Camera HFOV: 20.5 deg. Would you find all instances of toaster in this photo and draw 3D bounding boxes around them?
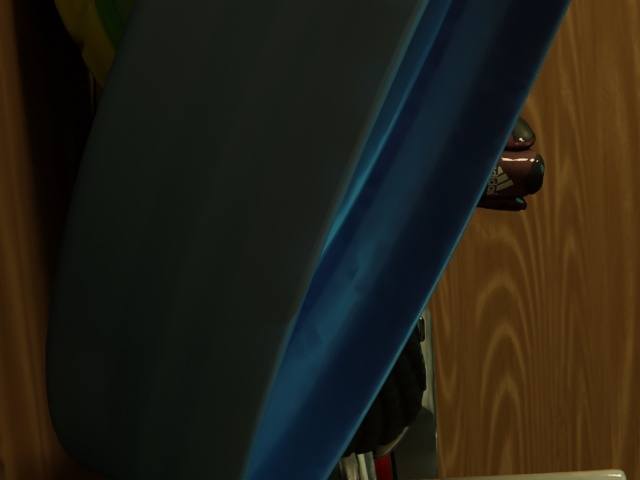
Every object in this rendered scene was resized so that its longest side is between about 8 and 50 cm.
[{"bbox_3d":[0.072,0.181,1.941,0.168,0.110,0.185,-86,173,-50],"label":"toaster"}]

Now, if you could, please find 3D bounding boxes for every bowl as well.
[{"bbox_3d":[0.027,-0.076,0.611,0.391,0.077,0.391,-62,171,-17],"label":"bowl"}]

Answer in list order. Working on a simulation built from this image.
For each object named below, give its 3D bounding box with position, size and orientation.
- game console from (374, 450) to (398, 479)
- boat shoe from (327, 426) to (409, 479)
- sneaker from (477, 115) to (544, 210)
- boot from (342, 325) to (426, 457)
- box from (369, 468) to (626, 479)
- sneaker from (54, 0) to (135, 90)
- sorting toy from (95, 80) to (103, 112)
[{"bbox_3d":[0.042,0.389,1.469,0.342,0.060,0.386,-84,178,-62],"label":"game console"},{"bbox_3d":[0.010,0.109,1.176,0.301,0.102,0.108,-85,172,-58],"label":"boat shoe"},{"bbox_3d":[0.064,-0.056,1.186,0.281,0.163,0.106,-42,145,-61],"label":"sneaker"},{"bbox_3d":[-0.010,-0.041,0.981,0.338,0.118,0.222,89,-4,-52],"label":"boot"},{"bbox_3d":[0.058,0.257,0.974,0.345,0.215,0.168,80,8,-65],"label":"box"},{"bbox_3d":[-0.032,-0.172,0.574,0.109,0.124,0.295,-78,171,-71],"label":"sneaker"},{"bbox_3d":[-0.078,-0.055,0.693,0.062,0.012,0.083,70,18,-77],"label":"sorting toy"}]
